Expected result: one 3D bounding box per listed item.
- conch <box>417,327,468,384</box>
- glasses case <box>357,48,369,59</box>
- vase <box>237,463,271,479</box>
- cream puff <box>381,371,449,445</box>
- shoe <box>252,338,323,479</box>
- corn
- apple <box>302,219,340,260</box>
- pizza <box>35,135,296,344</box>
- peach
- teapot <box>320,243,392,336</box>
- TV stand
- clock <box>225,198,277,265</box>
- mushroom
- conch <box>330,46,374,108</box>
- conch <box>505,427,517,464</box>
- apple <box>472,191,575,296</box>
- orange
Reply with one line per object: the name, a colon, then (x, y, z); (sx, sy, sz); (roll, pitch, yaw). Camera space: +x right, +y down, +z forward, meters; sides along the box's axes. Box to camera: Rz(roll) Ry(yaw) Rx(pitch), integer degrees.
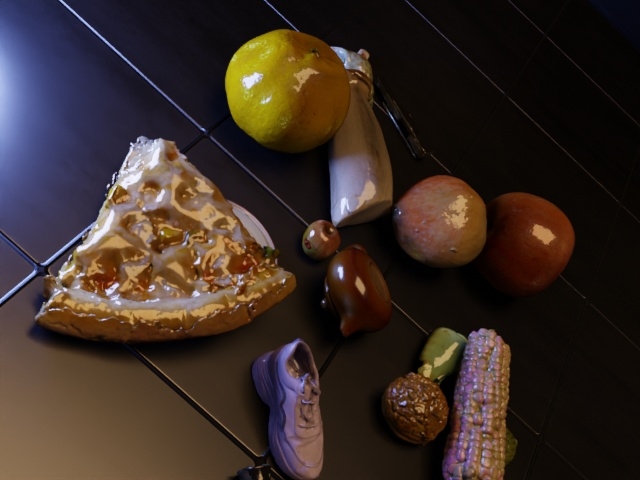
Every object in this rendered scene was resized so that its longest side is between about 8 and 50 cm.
conch: (0.254, 0.244, 1.625); (0.106, 0.079, 0.170); (44, 47, 17)
glasses case: (0.107, -0.486, 2.049); (0.032, 0.021, 0.083); (39, 46, -9)
vase: (-0.090, 0.454, 1.247); (0.059, 0.059, 0.167); (2, 60, -35)
cream puff: (0.189, 0.326, 1.498); (0.144, 0.103, 0.126); (36, 48, -6)
shoe: (-0.037, 0.292, 1.339); (0.095, 0.137, 0.245); (-5, 64, -32)
corn: (0.313, 0.344, 1.529); (0.127, 0.127, 0.335); (23, 60, -21)
apple: (0.000, 0.000, 1.612); (0.084, 0.071, 0.084); (26, 43, -27)
pizza: (-0.234, 0.037, 1.353); (0.392, 0.080, 0.434); (26, 59, -9)
peach: (0.263, -0.045, 1.736); (0.233, 0.232, 0.232); (18, 52, -25)
teapot: (0.061, 0.096, 1.562); (0.252, 0.135, 0.178); (-95, 160, -53)
TV stand: (0.213, -0.321, 1.999); (0.036, 0.042, 0.249); (-16, 71, -38)
clock: (-0.191, 0.021, 1.473); (0.244, 0.056, 0.244); (18, 52, -24)
mushroom: (0.090, -0.208, 1.776); (0.154, 0.137, 0.407); (6, 63, -17)
conch: (0.066, -0.420, 1.926); (0.173, 0.106, 0.116); (12, 62, -11)
conch: (0.370, 0.429, 1.597); (0.121, 0.074, 0.089); (24, 81, -42)
apple: (0.476, 0.006, 1.840); (0.254, 0.253, 0.253); (18, 52, -25)
orange: (-0.067, -0.330, 1.673); (0.279, 0.235, 0.279); (21, 46, -24)
